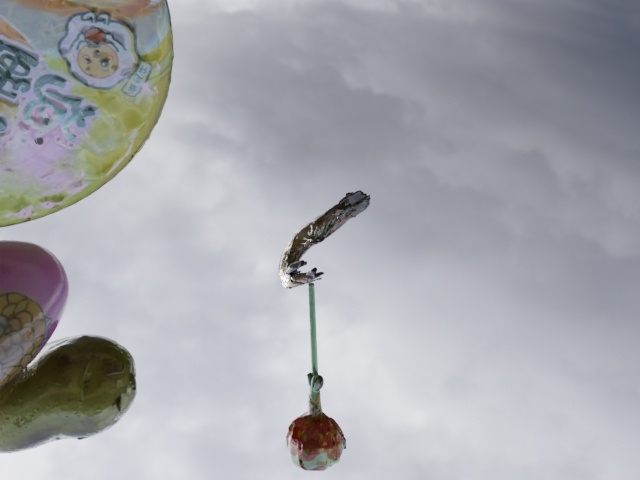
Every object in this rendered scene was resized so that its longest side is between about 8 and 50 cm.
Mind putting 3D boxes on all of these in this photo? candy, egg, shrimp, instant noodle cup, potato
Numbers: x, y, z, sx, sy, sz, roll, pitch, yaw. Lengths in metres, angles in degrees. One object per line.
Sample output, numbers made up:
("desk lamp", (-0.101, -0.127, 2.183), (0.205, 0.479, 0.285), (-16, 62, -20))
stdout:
("candy", (-0.006, 0.193, 1.174), (0.084, 0.288, 0.078), (-12, -159, -32))
("egg", (-0.449, 0.098, 1.063), (0.196, 0.196, 0.271), (28, -122, 19))
("shrimp", (0.000, 0.000, 1.439), (0.046, 0.219, 0.152), (40, -152, -23))
("instant noodle cup", (-0.246, -0.165, 0.585), (0.264, 0.264, 0.200), (4, -149, -23))
("potato", (-0.380, 0.221, 1.202), (0.248, 0.144, 0.169), (-20, -174, -2))
